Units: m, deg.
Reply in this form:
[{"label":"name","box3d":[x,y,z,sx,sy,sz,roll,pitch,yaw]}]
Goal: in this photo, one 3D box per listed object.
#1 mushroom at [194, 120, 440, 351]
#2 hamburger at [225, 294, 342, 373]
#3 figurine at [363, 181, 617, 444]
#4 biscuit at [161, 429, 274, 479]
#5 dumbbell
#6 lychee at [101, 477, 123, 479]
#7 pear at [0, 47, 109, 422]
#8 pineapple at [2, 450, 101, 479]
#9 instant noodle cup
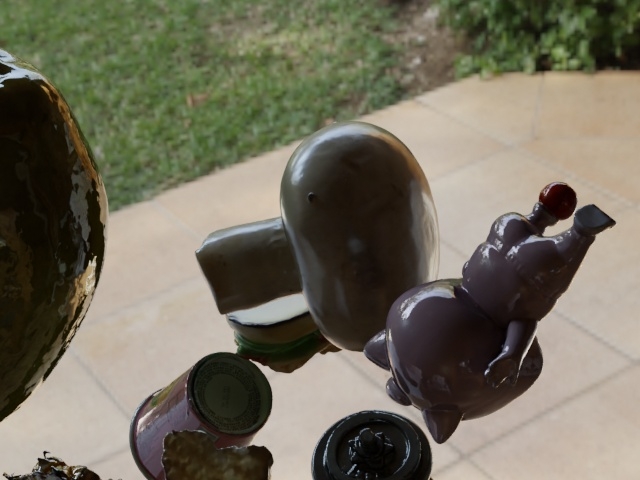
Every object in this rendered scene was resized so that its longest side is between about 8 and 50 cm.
[{"label":"mushroom","box3d":[0.000,0.000,1.510,0.290,0.293,0.292,-9,29,19]},{"label":"hamburger","box3d":[-0.056,0.139,2.104,0.237,0.149,0.237,-12,32,8]},{"label":"figurine","box3d":[0.188,0.073,1.226,0.176,0.186,0.287,41,99,39]},{"label":"biscuit","box3d":[-0.166,0.361,1.859,0.183,0.061,0.118,13,73,12]},{"label":"dumbbell","box3d":[0.089,0.385,1.868,0.192,0.290,0.192,-6,47,7]},{"label":"lychee","box3d":[-0.290,0.460,1.654,0.267,0.268,0.267,-5,31,3]},{"label":"pear","box3d":[-0.388,-0.001,1.182,0.351,0.413,0.352,20,15,-5]},{"label":"pineapple","box3d":[-0.269,0.322,1.335,0.221,0.221,0.047,12,34,28]},{"label":"instant noodle cup","box3d":[-0.204,0.327,2.192,0.243,0.255,0.244,14,55,-20]}]
